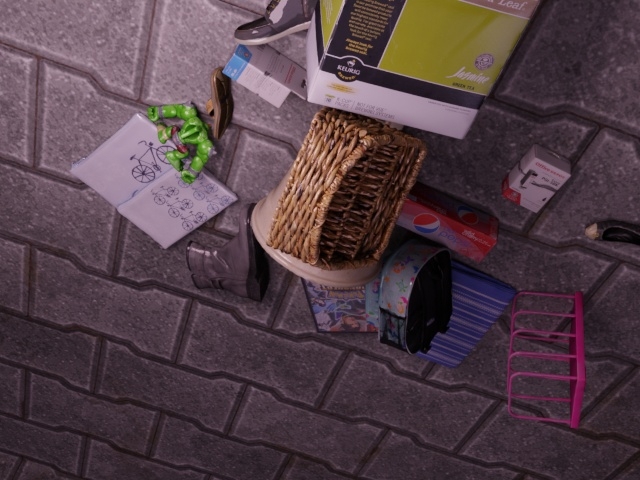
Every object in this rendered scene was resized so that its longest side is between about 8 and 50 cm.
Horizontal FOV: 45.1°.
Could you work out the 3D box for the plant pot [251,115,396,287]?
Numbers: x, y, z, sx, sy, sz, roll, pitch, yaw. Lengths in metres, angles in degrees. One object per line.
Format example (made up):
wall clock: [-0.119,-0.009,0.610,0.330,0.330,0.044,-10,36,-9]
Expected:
plant pot: [0.049,-0.116,1.744,0.334,0.334,0.305,22,123,-7]

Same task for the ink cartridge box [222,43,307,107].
ink cartridge box: [-0.111,-0.360,1.669,0.180,0.104,0.060,31,132,-15]

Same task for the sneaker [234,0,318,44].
sneaker: [-0.087,-0.483,1.574,0.222,0.083,0.118,-15,124,13]

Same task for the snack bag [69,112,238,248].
snack bag: [-0.435,-0.147,1.995,0.323,0.037,0.342,-29,121,34]

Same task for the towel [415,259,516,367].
towel: [0.349,0.204,2.114,0.243,0.040,0.336,22,126,-11]

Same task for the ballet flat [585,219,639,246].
ballet flat: [0.721,-0.013,1.838,0.173,0.049,0.057,5,133,8]

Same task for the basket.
basket: [0.052,-0.086,1.493,0.223,0.213,0.299,26,111,5]

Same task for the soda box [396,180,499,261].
soda box: [0.300,-0.050,1.880,0.263,0.083,0.092,24,133,-9]

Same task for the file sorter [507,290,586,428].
file sorter: [0.582,0.300,2.003,0.182,0.290,0.202,3,133,14]

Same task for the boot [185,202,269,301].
boot: [-0.261,0.031,2.073,0.223,0.118,0.338,11,130,10]

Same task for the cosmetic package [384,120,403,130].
cosmetic package: [0.179,-0.299,1.690,0.041,0.060,0.115,19,133,-3]

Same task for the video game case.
video game case: [0.099,0.171,2.168,0.275,0.035,0.248,-2,132,15]

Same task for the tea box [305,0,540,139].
tea box: [0.171,-0.407,1.439,0.329,0.220,0.323,12,135,-15]

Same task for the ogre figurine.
ogre figurine: [-0.320,-0.243,1.829,0.118,0.197,0.097,-23,169,23]

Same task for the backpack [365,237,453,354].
backpack: [0.226,0.122,1.917,0.191,0.225,0.253,26,133,31]

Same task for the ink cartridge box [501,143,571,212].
ink cartridge box: [0.494,-0.141,1.766,0.099,0.056,0.135,24,134,-9]

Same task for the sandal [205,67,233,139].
sandal: [-0.239,-0.317,1.769,0.049,0.072,0.180,17,135,19]
